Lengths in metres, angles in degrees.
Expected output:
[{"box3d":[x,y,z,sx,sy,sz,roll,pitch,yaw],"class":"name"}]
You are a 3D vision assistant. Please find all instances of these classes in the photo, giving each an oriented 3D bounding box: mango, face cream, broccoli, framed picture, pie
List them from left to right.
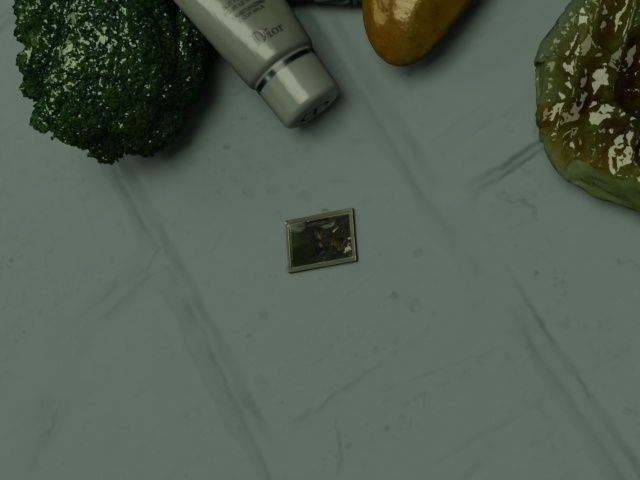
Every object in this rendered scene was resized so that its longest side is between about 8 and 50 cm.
[{"box3d":[-0.259,-0.229,1.487,0.242,0.261,0.269,15,109,53],"class":"broccoli"},{"box3d":[-0.098,-0.276,1.441,0.143,0.089,0.314,-35,82,-16],"class":"face cream"},{"box3d":[0.000,0.000,1.419,0.089,0.007,0.066,-10,74,23],"class":"framed picture"},{"box3d":[0.120,-0.306,1.378,0.147,0.109,0.227,13,85,23],"class":"mango"},{"box3d":[0.347,-0.161,1.221,0.306,0.071,0.306,-2,88,42],"class":"pie"}]

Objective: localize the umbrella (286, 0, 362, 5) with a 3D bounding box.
[{"box3d":[-0.048,-0.320,1.495,0.250,0.052,0.053,8,115,26],"class":"umbrella"}]
